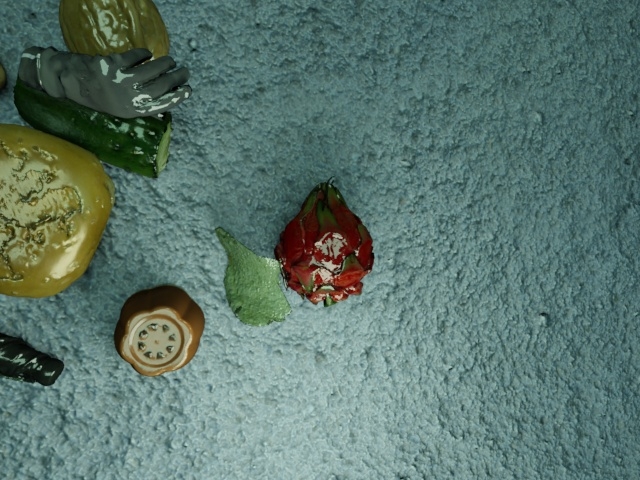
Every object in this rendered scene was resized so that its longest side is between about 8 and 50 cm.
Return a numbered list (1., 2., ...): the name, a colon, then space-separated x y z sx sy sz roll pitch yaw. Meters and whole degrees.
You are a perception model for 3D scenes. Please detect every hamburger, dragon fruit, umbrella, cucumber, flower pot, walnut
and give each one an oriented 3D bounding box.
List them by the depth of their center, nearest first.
1. hamburger: -0.552 -0.051 0.856 0.284 0.174 0.305 22 82 -24
2. umbrella: -0.668 0.196 0.861 0.357 0.113 0.106 27 59 -14
3. walnut: -0.405 -0.409 0.923 0.213 0.213 0.214 1 88 -17
4. cucumber: -0.463 -0.241 0.925 0.325 0.145 0.105 24 51 -11
5. flower pot: -0.322 0.189 0.934 0.190 0.173 0.191 0 90 -18
6. dragon fruit: 0.000 0.000 1.020 0.233 0.234 0.294 -13 87 -17

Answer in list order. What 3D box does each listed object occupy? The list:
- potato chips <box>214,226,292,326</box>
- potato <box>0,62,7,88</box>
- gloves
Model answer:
1. potato chips: -0.158 0.072 0.999 0.059 0.166 0.229 -22 101 -57
2. potato: -0.677 -0.341 0.882 0.147 0.112 0.112 38 78 -15
3. gloves: -0.378 -0.282 0.839 0.285 0.142 0.119 -2 60 -10
